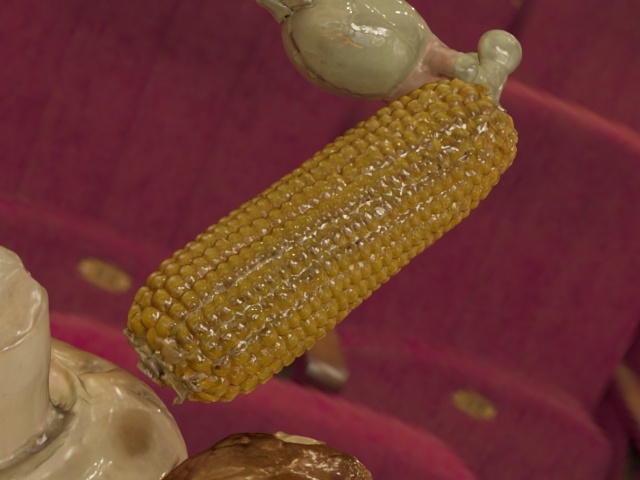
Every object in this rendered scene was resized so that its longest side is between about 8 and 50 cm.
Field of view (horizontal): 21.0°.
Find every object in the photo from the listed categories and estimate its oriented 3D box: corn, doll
[{"bbox_3d":[0.000,0.000,1.505,0.144,0.387,0.144,48,-13,16],"label":"corn"},{"bbox_3d":[0.065,-0.169,1.621,0.275,0.113,0.155,17,-17,-25],"label":"doll"}]

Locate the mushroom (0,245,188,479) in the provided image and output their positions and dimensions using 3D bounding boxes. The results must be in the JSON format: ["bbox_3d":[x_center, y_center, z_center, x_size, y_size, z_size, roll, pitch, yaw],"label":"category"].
[{"bbox_3d":[-0.302,0.209,1.500,0.353,0.325,0.353,32,-16,11],"label":"mushroom"}]

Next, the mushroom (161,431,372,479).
[{"bbox_3d":[-0.013,0.299,1.260,0.302,0.233,0.208,56,15,-22],"label":"mushroom"}]
